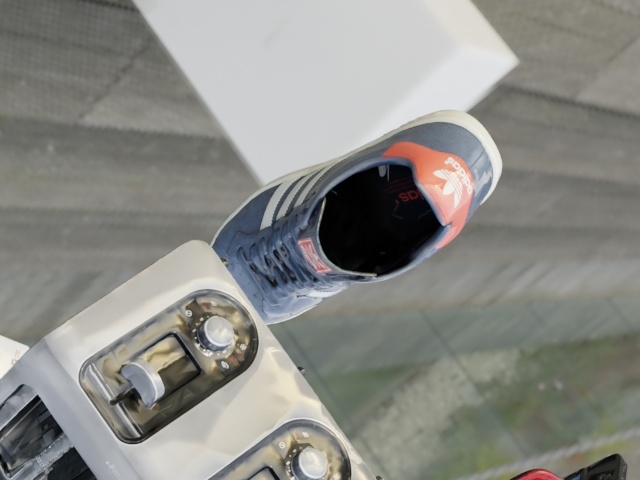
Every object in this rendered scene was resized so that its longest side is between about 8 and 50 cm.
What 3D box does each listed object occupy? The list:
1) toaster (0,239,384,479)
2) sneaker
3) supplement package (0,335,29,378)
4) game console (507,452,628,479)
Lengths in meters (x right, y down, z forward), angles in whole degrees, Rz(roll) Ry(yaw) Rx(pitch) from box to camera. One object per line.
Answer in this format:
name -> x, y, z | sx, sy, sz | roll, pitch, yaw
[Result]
toaster -> -0.082, 0.114, 0.778 | 0.110, 0.168, 0.186 | -32, 176, -39
sneaker -> 0.000, 0.000, 1.449 | 0.350, 0.131, 0.148 | -33, -170, 33
supplement package -> -0.353, 0.116, 1.304 | 0.179, 0.105, 0.105 | 25, 146, -25
game console -> 0.112, 0.173, 1.001 | 0.144, 0.085, 0.124 | -32, -167, 25
